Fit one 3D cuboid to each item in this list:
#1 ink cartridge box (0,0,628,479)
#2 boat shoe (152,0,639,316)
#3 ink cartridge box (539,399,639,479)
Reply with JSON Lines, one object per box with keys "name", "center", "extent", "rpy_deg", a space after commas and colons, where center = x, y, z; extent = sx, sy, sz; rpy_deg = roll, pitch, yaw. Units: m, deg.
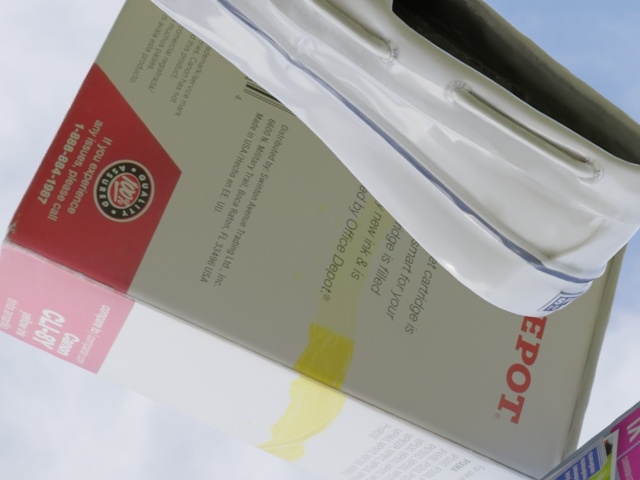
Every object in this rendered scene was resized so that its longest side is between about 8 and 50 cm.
{"name": "ink cartridge box", "center": [0.000, 0.000, 1.009], "extent": [0.385, 0.160, 0.279], "rpy_deg": [26, -121, -6]}
{"name": "boat shoe", "center": [0.018, -0.089, 0.518], "extent": [0.258, 0.084, 0.095], "rpy_deg": [42, -148, 2]}
{"name": "ink cartridge box", "center": [0.110, 0.218, 0.786], "extent": [0.065, 0.311, 0.186], "rpy_deg": [42, -162, -10]}
